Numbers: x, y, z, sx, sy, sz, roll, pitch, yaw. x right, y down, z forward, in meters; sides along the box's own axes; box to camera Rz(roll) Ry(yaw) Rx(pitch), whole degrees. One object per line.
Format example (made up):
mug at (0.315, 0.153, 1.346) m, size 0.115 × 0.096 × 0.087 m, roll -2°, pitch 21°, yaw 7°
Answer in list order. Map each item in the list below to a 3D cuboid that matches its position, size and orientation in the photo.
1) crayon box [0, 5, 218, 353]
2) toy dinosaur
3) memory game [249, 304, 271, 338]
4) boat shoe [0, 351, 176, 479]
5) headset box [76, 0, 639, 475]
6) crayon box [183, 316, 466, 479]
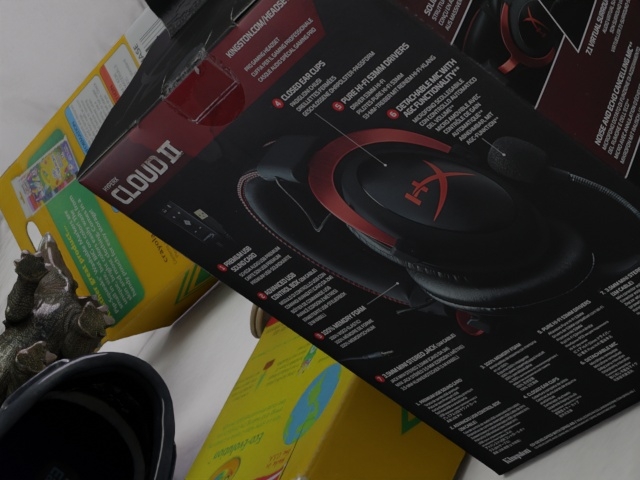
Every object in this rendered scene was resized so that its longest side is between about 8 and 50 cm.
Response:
crayon box at (-0.150, -0.053, 1.679) m, size 0.083 × 0.203 × 0.323 m, roll -13°, pitch -21°, yaw -46°
toy dinosaur at (-0.254, 0.114, 1.549) m, size 0.313 × 0.121 × 0.160 m, roll -59°, pitch -6°, yaw -36°
memory game at (0.000, 0.000, 1.232) m, size 0.186 × 0.012 × 0.186 m, roll -45°, pitch -37°, yaw -50°
boat shoe at (-0.233, 0.260, 1.288) m, size 0.156 × 0.187 × 0.500 m, roll -49°, pitch 9°, yaw 43°
headset box at (0.047, -0.044, 0.853) m, size 0.218 × 0.293 × 0.110 m, roll -39°, pitch 21°, yaw 48°
crayon box at (0.019, 0.085, 1.076) m, size 0.202 × 0.081 × 0.318 m, roll -30°, pitch 28°, yaw 59°
